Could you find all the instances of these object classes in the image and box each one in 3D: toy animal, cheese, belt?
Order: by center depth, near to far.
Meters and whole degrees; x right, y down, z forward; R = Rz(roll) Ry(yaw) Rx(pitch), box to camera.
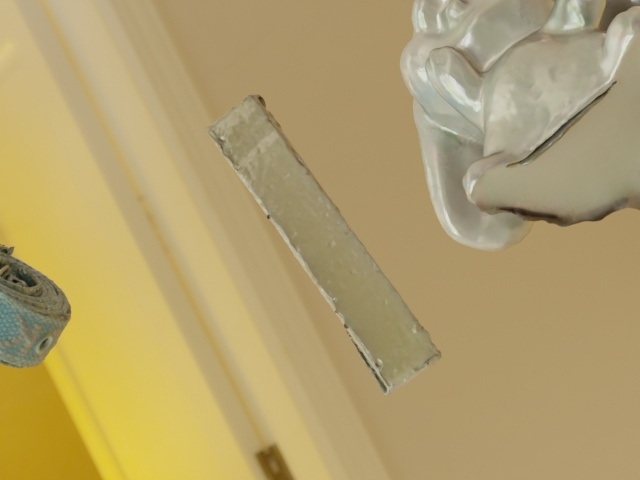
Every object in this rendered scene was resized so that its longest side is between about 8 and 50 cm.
[{"bbox_3d":[0.190,-0.132,1.441,0.249,0.174,0.289,-27,-135,20],"label":"toy animal"},{"bbox_3d":[-0.314,0.063,1.665,0.082,0.147,0.163,-57,160,8],"label":"belt"},{"bbox_3d":[0.001,-0.001,2.030,0.085,0.400,0.034,-34,165,0],"label":"cheese"}]
